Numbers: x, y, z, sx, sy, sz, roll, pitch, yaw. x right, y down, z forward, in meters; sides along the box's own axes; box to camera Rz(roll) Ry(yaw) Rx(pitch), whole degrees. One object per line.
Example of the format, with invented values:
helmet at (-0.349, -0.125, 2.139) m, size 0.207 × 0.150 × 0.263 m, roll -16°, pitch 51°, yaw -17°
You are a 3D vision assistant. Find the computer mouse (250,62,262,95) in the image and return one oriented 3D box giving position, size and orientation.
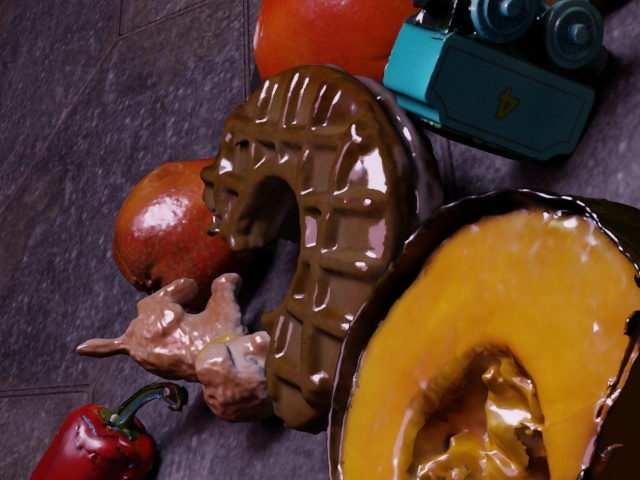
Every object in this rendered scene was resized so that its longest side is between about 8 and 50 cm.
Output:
computer mouse at (-0.037, -0.184, 1.761) m, size 0.099 × 0.057 × 0.172 m, roll -59°, pitch 32°, yaw 6°

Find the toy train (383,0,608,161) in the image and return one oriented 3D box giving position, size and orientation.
toy train at (0.152, -0.156, 1.342) m, size 0.107 × 0.198 × 0.154 m, roll 31°, pitch 102°, yaw 60°

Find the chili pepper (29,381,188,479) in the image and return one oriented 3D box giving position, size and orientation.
chili pepper at (-0.272, 0.282, 1.654) m, size 0.387 × 0.110 × 0.110 m, roll -54°, pitch 31°, yaw 14°

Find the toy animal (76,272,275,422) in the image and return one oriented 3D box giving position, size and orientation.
toy animal at (-0.130, 0.127, 1.528) m, size 0.184 × 0.104 × 0.185 m, roll -18°, pitch 38°, yaw -17°

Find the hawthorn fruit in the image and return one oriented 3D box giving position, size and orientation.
hawthorn fruit at (-0.112, -0.052, 1.703) m, size 0.165 × 0.165 × 0.285 m, roll -11°, pitch 38°, yaw 51°

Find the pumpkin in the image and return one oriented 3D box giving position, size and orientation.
pumpkin at (0.164, 0.101, 1.060) m, size 0.303 × 0.225 × 0.256 m, roll -18°, pitch 57°, yaw 43°

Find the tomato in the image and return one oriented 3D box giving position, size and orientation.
tomato at (0.038, -0.232, 1.581) m, size 0.260 × 0.180 × 0.259 m, roll -44°, pitch 32°, yaw 38°

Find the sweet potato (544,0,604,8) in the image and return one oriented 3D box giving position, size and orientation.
sweet potato at (0.238, -0.235, 1.412) m, size 0.274 × 0.067 × 0.067 m, roll -21°, pitch 47°, yaw 39°

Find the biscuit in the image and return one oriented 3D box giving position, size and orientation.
biscuit at (0.005, -0.019, 1.424) m, size 0.268 × 0.115 × 0.366 m, roll -58°, pitch 40°, yaw 33°
